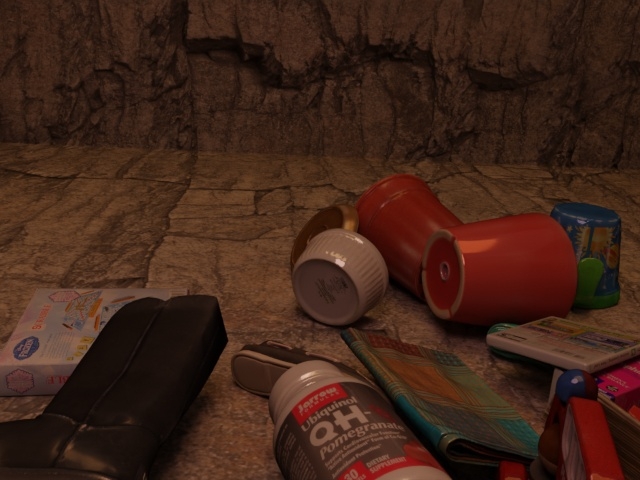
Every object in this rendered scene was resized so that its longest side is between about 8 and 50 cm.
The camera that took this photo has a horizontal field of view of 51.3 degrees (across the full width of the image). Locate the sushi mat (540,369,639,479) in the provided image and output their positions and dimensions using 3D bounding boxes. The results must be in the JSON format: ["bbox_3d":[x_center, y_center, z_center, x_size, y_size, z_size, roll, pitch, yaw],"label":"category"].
[{"bbox_3d":[0.439,0.304,0.871,0.019,0.151,0.316,-36,56,-26],"label":"sushi mat"}]

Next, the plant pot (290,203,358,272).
[{"bbox_3d":[0.000,0.000,1.681,0.032,0.236,0.236,36,3,-29],"label":"plant pot"}]

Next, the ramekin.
[{"bbox_3d":[0.034,0.088,1.455,0.207,0.207,0.109,13,30,25],"label":"ramekin"}]

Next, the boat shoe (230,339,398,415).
[{"bbox_3d":[-0.004,0.237,1.145,0.335,0.112,0.095,12,25,32],"label":"boat shoe"}]

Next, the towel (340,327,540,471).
[{"bbox_3d":[0.214,0.257,1.112,0.271,0.040,0.370,18,12,-26],"label":"towel"}]

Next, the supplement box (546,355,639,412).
[{"bbox_3d":[0.512,0.267,1.157,0.220,0.114,0.111,-7,21,-33],"label":"supplement box"}]

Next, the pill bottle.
[{"bbox_3d":[0.039,0.294,0.891,0.176,0.176,0.318,-4,21,-22],"label":"pill bottle"}]

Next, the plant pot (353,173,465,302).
[{"bbox_3d":[0.248,0.008,1.661,0.272,0.272,0.265,-7,29,-27],"label":"plant pot"}]

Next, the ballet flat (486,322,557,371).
[{"bbox_3d":[0.462,0.219,1.342,0.247,0.083,0.087,15,2,23],"label":"ballet flat"}]

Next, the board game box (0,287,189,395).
[{"bbox_3d":[-0.417,0.183,1.286,0.318,0.066,0.319,1,20,-9],"label":"board game box"}]

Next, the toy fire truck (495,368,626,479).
[{"bbox_3d":[0.305,0.300,0.802,0.169,0.254,0.302,9,20,13],"label":"toy fire truck"}]

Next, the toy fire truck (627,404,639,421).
[{"bbox_3d":[0.577,0.323,1.035,0.135,0.047,0.192,-14,43,-40],"label":"toy fire truck"}]

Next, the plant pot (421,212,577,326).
[{"bbox_3d":[0.369,0.069,1.442,0.243,0.275,0.275,0,19,-18],"label":"plant pot"}]

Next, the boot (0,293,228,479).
[{"bbox_3d":[-0.363,0.220,0.967,0.367,0.146,0.445,7,29,5],"label":"boot"}]

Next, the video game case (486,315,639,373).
[{"bbox_3d":[0.446,0.185,1.205,0.193,0.023,0.212,-9,11,-33],"label":"video game case"}]

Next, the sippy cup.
[{"bbox_3d":[0.662,0.027,1.705,0.240,0.224,0.305,-5,22,-23],"label":"sippy cup"}]
